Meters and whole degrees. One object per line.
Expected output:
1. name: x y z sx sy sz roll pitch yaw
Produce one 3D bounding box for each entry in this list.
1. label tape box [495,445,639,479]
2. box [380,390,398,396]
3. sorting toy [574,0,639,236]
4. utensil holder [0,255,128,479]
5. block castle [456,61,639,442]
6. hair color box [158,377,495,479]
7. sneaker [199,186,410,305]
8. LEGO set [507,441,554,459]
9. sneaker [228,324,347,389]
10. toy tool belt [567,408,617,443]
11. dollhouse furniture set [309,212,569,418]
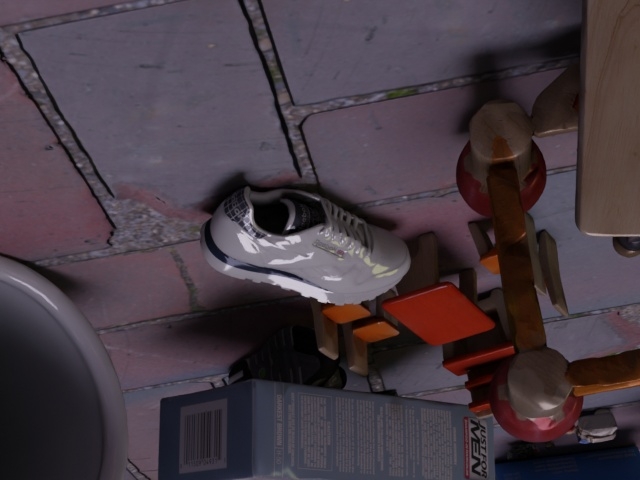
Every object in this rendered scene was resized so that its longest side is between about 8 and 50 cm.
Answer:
1. label tape box: 0.410 0.422 2.337 0.249 0.115 0.348 -6 151 -4
2. box: 0.001 0.379 1.895 0.257 0.322 0.079 -8 153 -1
3. sorting toy: 0.322 -0.137 1.073 0.255 0.257 0.089 0 -169 -1
4. utensil holder: -0.450 0.228 1.470 0.385 0.328 0.327 -26 148 35
5. block castle: 0.354 -0.004 1.232 0.453 0.303 0.213 -10 167 6
6. hair color box: 0.013 0.246 1.666 0.374 0.114 0.185 13 161 -39
7. sneaker: 0.000 0.000 1.408 0.235 0.090 0.095 7 141 -31
8. LEGO set: 0.331 0.329 2.232 0.083 0.023 0.054 -3 159 -40
9. sneaker: -0.009 0.159 1.737 0.132 0.086 0.228 4 162 -33
10. toy tool belt: 0.408 0.289 2.133 0.083 0.052 0.051 -8 145 3
11. dollhouse furniture set: 0.155 0.099 1.584 0.262 0.135 0.259 -19 152 21
